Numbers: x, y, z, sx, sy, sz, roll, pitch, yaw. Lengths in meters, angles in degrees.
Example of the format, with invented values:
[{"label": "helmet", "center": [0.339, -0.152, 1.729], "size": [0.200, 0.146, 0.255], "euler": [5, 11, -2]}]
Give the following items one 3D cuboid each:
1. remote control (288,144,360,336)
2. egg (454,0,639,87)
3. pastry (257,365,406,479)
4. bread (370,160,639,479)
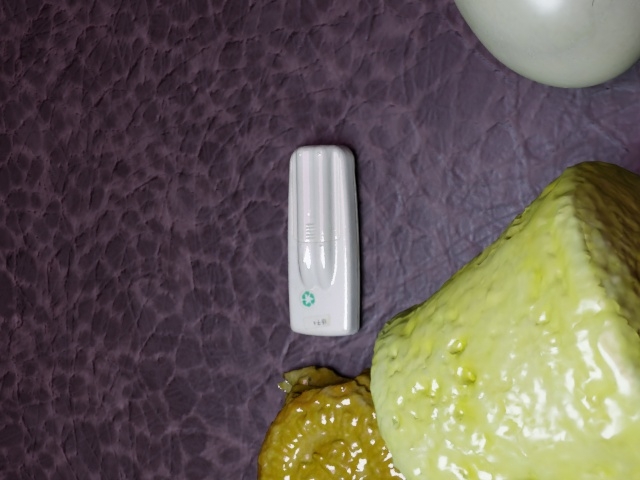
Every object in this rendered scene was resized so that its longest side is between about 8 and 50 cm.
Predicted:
[{"label": "remote control", "center": [0.001, 0.000, 1.162], "size": [0.090, 0.049, 0.230], "euler": [-1, 92, 30]}, {"label": "egg", "center": [0.231, -0.280, 0.944], "size": [0.219, 0.219, 0.269], "euler": [-32, 82, 24]}, {"label": "pastry", "center": [0.038, 0.265, 1.101], "size": [0.240, 0.132, 0.235], "euler": [-3, 91, 27]}, {"label": "bread", "center": [0.233, 0.126, 0.888], "size": [0.308, 0.348, 0.348], "euler": [-31, 77, 29]}]
